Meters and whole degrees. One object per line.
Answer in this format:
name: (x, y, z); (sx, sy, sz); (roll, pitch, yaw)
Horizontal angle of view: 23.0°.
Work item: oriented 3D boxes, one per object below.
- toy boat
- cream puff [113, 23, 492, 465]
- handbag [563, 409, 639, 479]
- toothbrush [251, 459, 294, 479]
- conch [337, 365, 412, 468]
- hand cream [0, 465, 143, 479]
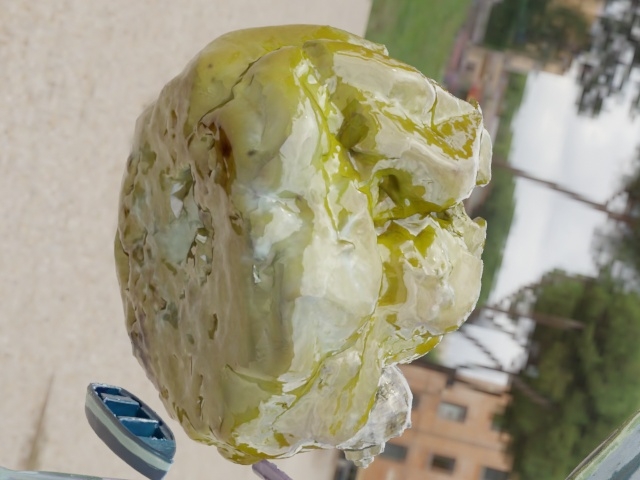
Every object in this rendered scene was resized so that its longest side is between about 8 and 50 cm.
toy boat: (-0.308, 0.317, 2.582); (0.299, 0.096, 0.062); (33, -74, 56)
cream puff: (0.000, 0.002, 1.212); (0.291, 0.257, 0.325); (163, -79, -64)
handbag: (0.313, 0.331, 1.545); (0.263, 0.241, 0.222); (-39, 168, -14)
toothbrush: (0.066, 0.283, 1.402); (0.029, 0.354, 0.024); (-57, 144, -3)
conch: (0.013, 0.129, 1.527); (0.155, 0.130, 0.207); (-47, 126, -72)
hand cream: (-0.233, 0.229, 1.447); (0.079, 0.275, 0.050); (-160, -103, -80)
